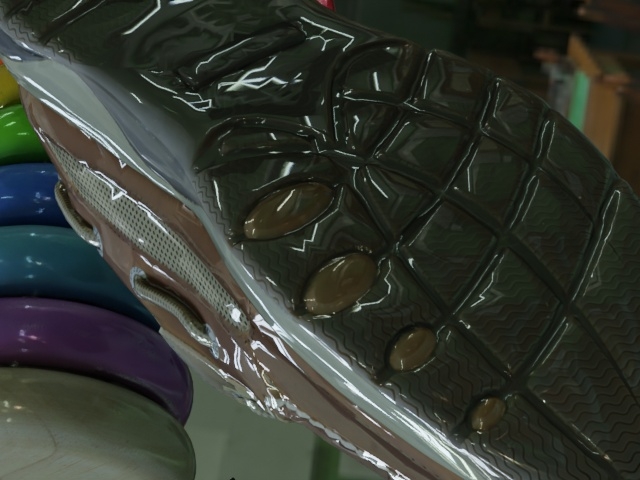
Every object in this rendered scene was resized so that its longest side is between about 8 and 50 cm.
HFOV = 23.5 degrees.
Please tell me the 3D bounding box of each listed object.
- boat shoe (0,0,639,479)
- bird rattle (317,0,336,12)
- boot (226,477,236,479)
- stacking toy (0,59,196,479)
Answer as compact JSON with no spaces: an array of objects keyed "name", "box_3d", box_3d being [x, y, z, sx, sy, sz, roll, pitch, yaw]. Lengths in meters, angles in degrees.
[{"name":"boat shoe","box_3d":[0.000,0.000,0.508,0.324,0.123,0.116,44,148,41]},{"name":"bird rattle","box_3d":[-0.088,-0.256,1.274,0.253,0.207,0.143,38,99,49]},{"name":"boot","box_3d":[-0.080,0.157,0.788,0.045,0.099,0.121,49,-172,-21]},{"name":"stacking toy","box_3d":[-0.122,-0.032,0.730,0.141,0.141,0.330,97,174,-59]}]
